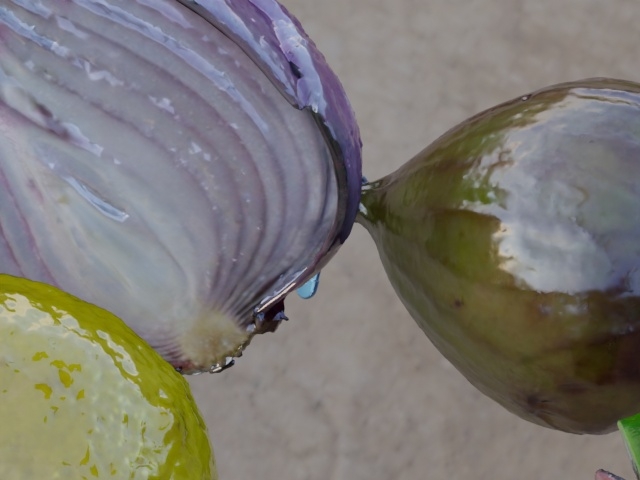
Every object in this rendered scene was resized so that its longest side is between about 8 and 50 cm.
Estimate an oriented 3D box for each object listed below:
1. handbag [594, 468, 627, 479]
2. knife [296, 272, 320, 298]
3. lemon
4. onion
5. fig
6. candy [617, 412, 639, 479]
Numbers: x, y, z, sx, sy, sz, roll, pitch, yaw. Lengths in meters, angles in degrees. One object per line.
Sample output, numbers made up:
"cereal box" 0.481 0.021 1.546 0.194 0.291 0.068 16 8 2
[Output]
"handbag" 0.218 0.213 1.035 0.059 0.157 0.212 -20 24 -41
"knife" 0.000 0.000 1.536 0.027 0.096 0.010 23 14 30
"lemon" -0.146 0.114 0.910 0.231 0.192 0.192 29 38 -1
"onion" -0.137 -0.092 1.124 0.349 0.267 0.159 56 16 -23
"fig" 0.088 -0.007 1.228 0.321 0.217 0.217 13 35 16
"candy" 0.242 0.088 0.911 0.097 0.194 0.062 -92 159 -73
